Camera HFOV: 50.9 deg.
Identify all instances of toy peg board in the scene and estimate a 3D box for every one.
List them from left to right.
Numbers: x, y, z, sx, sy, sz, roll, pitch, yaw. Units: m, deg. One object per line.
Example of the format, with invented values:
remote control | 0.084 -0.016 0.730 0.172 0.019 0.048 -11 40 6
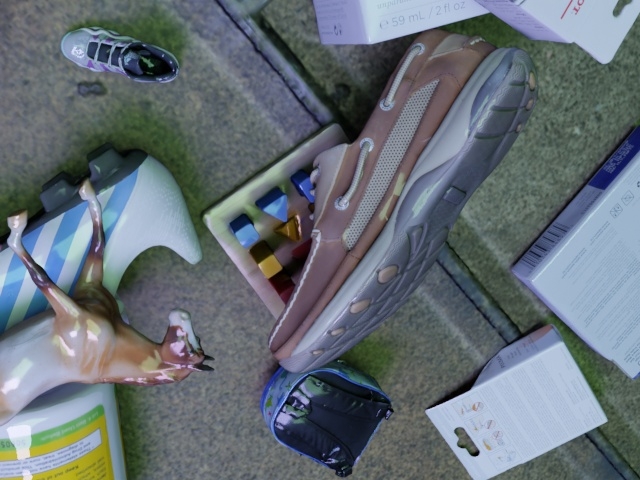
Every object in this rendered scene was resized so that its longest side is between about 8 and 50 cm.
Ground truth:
toy peg board | 0.000 0.000 0.647 0.161 0.079 0.161 -36 113 -5

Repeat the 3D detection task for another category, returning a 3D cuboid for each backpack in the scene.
backpack | -0.002 0.169 0.693 0.114 0.084 0.105 31 95 -28

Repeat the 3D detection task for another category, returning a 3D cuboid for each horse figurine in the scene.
horse figurine | -0.229 0.072 0.491 0.263 0.066 0.174 -25 116 -18

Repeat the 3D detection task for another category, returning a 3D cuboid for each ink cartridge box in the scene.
ink cartridge box | 0.234 0.200 0.810 0.179 0.045 0.145 -29 114 13
ink cartridge box | 0.157 -0.217 0.491 0.180 0.060 0.104 25 99 -24
ink cartridge box | 0.366 0.020 0.782 0.224 0.045 0.223 41 92 -24

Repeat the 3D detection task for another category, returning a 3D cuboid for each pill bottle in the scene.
pill bottle | -0.244 0.232 0.610 0.136 0.136 0.246 -7 108 -15

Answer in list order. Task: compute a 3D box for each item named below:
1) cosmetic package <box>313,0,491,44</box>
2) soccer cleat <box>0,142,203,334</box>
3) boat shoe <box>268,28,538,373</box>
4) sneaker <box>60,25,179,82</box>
cosmetic package | 0.096 -0.300 0.555 0.224 0.138 0.225 -19 109 -11
soccer cleat | -0.251 0.055 0.565 0.331 0.116 0.143 -35 110 -5
boat shoe | 0.050 -0.033 0.578 0.324 0.116 0.123 -55 156 6
sneaker | -0.164 -0.153 0.555 0.098 0.069 0.038 6 104 -19
